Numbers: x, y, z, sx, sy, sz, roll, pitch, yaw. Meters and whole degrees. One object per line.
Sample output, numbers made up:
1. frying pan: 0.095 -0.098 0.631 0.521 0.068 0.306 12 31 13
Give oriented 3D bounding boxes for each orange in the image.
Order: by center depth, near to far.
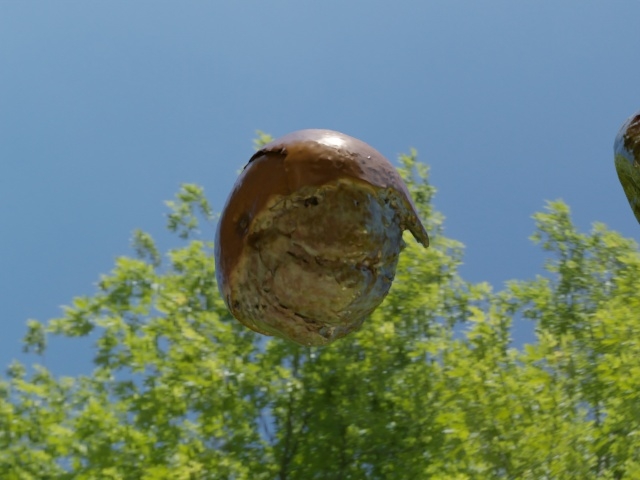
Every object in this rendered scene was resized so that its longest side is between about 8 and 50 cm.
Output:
1. orange: 0.000 0.000 0.668 0.157 0.134 0.156 -11 -102 59

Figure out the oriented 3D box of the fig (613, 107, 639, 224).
1. fig: 0.344 -0.064 0.902 0.144 0.154 0.165 46 -36 33
